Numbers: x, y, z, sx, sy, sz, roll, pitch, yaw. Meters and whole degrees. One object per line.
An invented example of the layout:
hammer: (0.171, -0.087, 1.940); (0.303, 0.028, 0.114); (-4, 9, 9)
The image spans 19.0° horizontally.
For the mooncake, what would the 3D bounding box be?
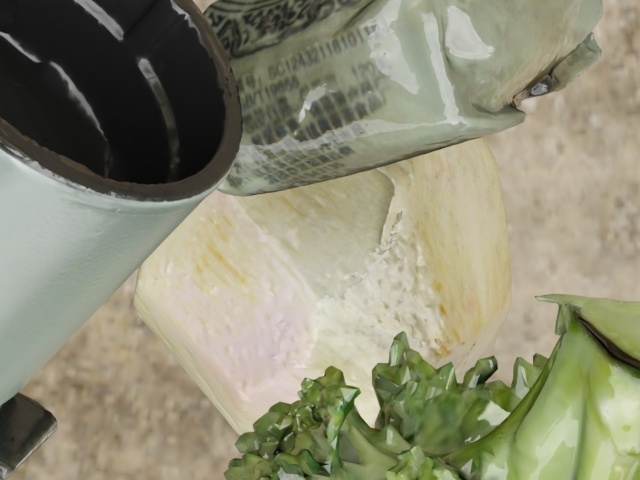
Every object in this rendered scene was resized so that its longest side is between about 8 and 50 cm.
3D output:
mooncake: (0.036, -0.124, 1.244); (0.254, 0.250, 0.136); (-14, 97, 30)

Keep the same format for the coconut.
coconut: (0.000, 0.000, 1.665); (0.352, 0.353, 0.353); (2, 126, 2)

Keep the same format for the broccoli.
broccoli: (0.142, 0.178, 1.024); (0.317, 0.277, 0.338); (-38, 80, 42)

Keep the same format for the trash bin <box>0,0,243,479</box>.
trash bin: (-0.201, -0.030, 1.014); (0.277, 0.217, 0.262); (45, 123, -4)
